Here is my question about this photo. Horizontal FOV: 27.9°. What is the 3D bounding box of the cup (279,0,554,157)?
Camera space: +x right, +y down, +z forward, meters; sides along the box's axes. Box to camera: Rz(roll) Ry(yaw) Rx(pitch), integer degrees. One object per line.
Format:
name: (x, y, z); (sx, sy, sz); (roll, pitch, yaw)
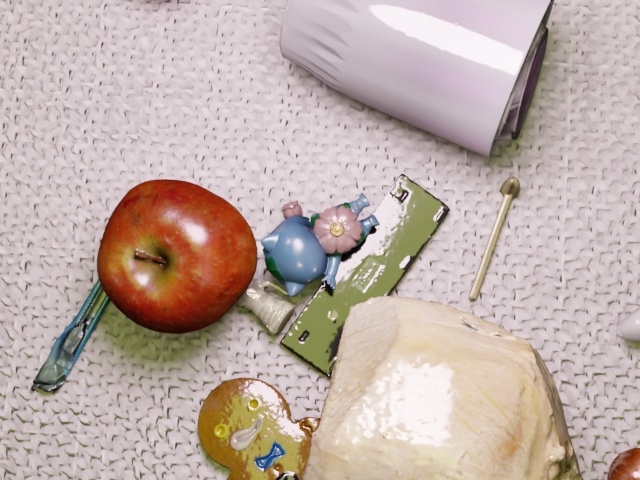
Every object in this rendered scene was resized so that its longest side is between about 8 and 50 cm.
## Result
cup: (0.147, -0.298, 1.878); (0.371, 0.253, 0.253); (23, 81, 8)

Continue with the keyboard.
keyboard: (0.065, 0.050, 1.928); (0.106, 0.027, 0.317); (36, 83, 5)

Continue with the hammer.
hammer: (0.259, -0.002, 1.919); (0.028, 0.060, 0.195); (19, 84, 5)

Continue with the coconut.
coconut: (0.170, 0.282, 1.701); (0.404, 0.404, 0.405); (0, 79, 2)

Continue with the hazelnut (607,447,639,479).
hazelnut: (0.451, 0.339, 1.837); (0.086, 0.086, 0.086); (0, 79, 2)

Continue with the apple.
apple: (-0.202, 0.024, 1.854); (0.230, 0.230, 0.230); (0, 79, 2)

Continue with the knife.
knife: (-0.345, 0.102, 1.933); (0.044, 0.026, 0.296); (26, 81, 18)

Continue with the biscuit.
biscuit: (-0.081, 0.306, 1.880); (0.180, 0.039, 0.236); (-41, 79, -4)

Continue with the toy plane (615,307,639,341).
toy plane: (0.553, 0.094, 1.864); (0.255, 0.101, 0.251); (-15, 67, -1)

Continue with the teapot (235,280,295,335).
teapot: (-0.081, 0.094, 1.911); (0.083, 0.057, 0.067); (32, 86, 13)

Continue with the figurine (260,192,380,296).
figurine: (-0.003, -0.005, 1.899); (0.178, 0.144, 0.114); (-30, 114, 1)
